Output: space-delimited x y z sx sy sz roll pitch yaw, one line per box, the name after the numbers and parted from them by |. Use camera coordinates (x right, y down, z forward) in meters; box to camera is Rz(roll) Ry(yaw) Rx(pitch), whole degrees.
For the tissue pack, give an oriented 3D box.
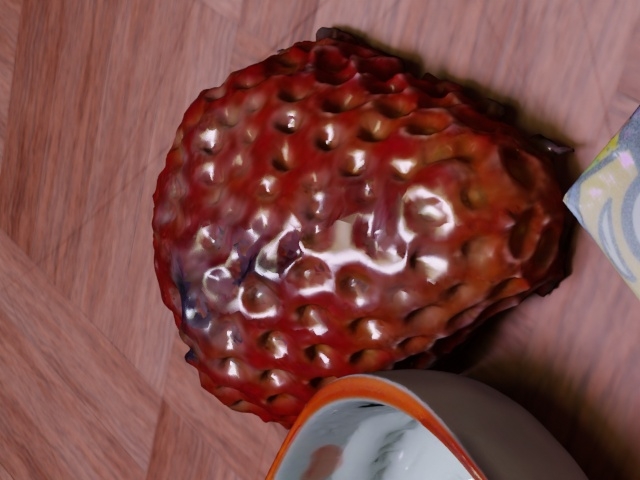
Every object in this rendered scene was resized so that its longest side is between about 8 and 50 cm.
0.194 -0.030 0.574 0.109 0.060 0.148 57 135 25 | tissue pack

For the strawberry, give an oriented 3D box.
-0.006 0.014 0.757 0.280 0.150 0.253 32 120 45 | strawberry

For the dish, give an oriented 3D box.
0.079 0.194 0.704 0.256 0.117 0.256 12 106 48 | dish
